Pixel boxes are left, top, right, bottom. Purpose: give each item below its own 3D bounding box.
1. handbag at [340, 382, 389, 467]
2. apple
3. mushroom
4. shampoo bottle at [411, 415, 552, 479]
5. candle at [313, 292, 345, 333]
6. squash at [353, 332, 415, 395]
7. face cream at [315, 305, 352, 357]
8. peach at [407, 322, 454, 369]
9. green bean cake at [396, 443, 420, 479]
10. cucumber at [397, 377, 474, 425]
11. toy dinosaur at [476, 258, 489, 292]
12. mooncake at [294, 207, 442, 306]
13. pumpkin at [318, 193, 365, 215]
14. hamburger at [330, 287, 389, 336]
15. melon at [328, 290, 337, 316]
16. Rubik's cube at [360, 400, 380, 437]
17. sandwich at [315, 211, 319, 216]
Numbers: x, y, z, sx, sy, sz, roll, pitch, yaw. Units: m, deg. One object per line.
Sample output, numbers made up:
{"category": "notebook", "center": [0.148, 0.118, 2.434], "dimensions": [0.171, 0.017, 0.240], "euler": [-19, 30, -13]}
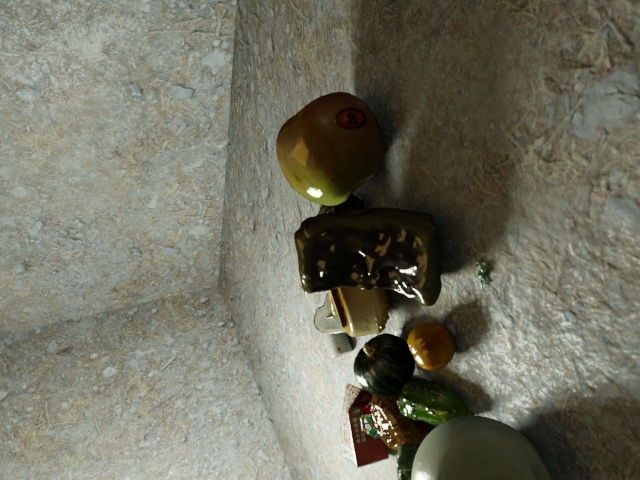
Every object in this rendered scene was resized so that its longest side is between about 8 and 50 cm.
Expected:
{"category": "handbag", "center": [0.152, 0.725, 1.976], "dimensions": [0.171, 0.151, 0.297], "euler": [147, 112, -70]}
{"category": "apple", "center": [0.039, -0.279, 1.556], "dimensions": [0.304, 0.339, 0.338], "euler": [61, 154, 2]}
{"category": "mushroom", "center": [0.264, 0.608, 1.688], "dimensions": [0.253, 0.154, 0.253], "euler": [53, 155, 37]}
{"category": "shampoo bottle", "center": [0.384, 0.588, 1.183], "dimensions": [0.317, 0.323, 0.322], "euler": [81, 169, -71]}
{"category": "candle", "center": [0.067, 0.304, 1.984], "dimensions": [0.168, 0.068, 0.192], "euler": [45, 112, 33]}
{"category": "squash", "center": [0.209, 0.409, 1.643], "dimensions": [0.218, 0.173, 0.218], "euler": [-38, 42, 44]}
{"category": "face cream", "center": [0.055, 0.378, 2.086], "dimensions": [0.214, 0.096, 0.096], "euler": [71, 155, 17]}
{"category": "peach", "center": [0.322, 0.301, 1.435], "dimensions": [0.138, 0.138, 0.138], "euler": [39, 135, 54]}
{"category": "green bean cake", "center": [0.326, 0.744, 1.557], "dimensions": [0.094, 0.173, 0.181], "euler": [-55, -35, -63]}
{"category": "cucumber", "center": [0.354, 0.494, 1.478], "dimensions": [0.244, 0.134, 0.134], "euler": [-8, 94, 56]}
{"category": "toy dinosaur", "center": [0.410, 0.088, 1.276], "dimensions": [0.083, 0.021, 0.062], "euler": [108, 149, -42]}
{"category": "mooncake", "center": [0.132, 0.037, 1.403], "dimensions": [0.393, 0.394, 0.246], "euler": [26, 123, 59]}
{"category": "pumpkin", "center": [0.064, -0.052, 1.744], "dimensions": [0.238, 0.159, 0.237], "euler": [-164, 90, -74]}
{"category": "hamburger", "center": [0.136, 0.184, 1.690], "dimensions": [0.302, 0.171, 0.301], "euler": [164, 90, -81]}
{"category": "melon", "center": [0.074, 0.222, 1.897], "dimensions": [0.160, 0.079, 0.128], "euler": [-102, 7, -67]}
{"category": "Rubik's cube", "center": [0.208, 0.667, 1.849], "dimensions": [0.112, 0.133, 0.133], "euler": [126, 128, -64]}
{"category": "sandwich", "center": [0.000, 0.000, 2.045], "dimensions": [0.094, 0.096, 0.257], "euler": [148, 111, -70]}
